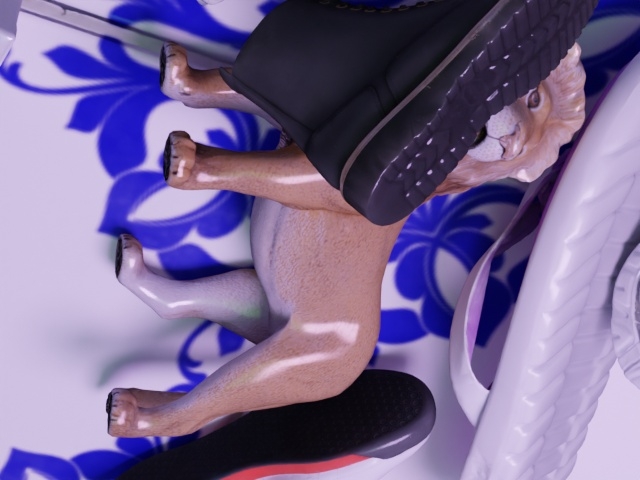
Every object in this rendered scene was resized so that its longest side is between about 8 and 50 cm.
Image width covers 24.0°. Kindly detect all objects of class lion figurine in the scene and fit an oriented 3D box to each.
[{"bbox_3d":[0.000,0.000,0.976,0.240,0.142,0.392,5,138,-17],"label":"lion figurine"}]

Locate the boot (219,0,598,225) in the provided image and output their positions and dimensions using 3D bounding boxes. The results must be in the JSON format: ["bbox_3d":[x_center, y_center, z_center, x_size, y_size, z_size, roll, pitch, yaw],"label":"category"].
[{"bbox_3d":[0.049,-0.121,0.815,0.198,0.137,0.077,-44,150,-9],"label":"boot"}]

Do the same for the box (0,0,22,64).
[{"bbox_3d":[-0.259,-0.145,0.843,0.170,0.130,0.091,28,117,-20],"label":"box"}]

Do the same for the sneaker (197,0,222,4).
[{"bbox_3d":[0.028,-0.209,0.835,0.323,0.130,0.236,24,128,-23],"label":"sneaker"}]

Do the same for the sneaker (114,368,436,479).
[{"bbox_3d":[-0.015,0.196,1.117,0.270,0.090,0.145,-23,123,15],"label":"sneaker"}]

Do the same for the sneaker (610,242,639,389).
[{"bbox_3d":[0.268,-0.004,0.966,0.115,0.090,0.232,10,108,-60],"label":"sneaker"}]

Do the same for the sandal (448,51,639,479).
[{"bbox_3d":[0.141,0.046,1.011,0.102,0.169,0.416,30,120,26],"label":"sandal"}]
